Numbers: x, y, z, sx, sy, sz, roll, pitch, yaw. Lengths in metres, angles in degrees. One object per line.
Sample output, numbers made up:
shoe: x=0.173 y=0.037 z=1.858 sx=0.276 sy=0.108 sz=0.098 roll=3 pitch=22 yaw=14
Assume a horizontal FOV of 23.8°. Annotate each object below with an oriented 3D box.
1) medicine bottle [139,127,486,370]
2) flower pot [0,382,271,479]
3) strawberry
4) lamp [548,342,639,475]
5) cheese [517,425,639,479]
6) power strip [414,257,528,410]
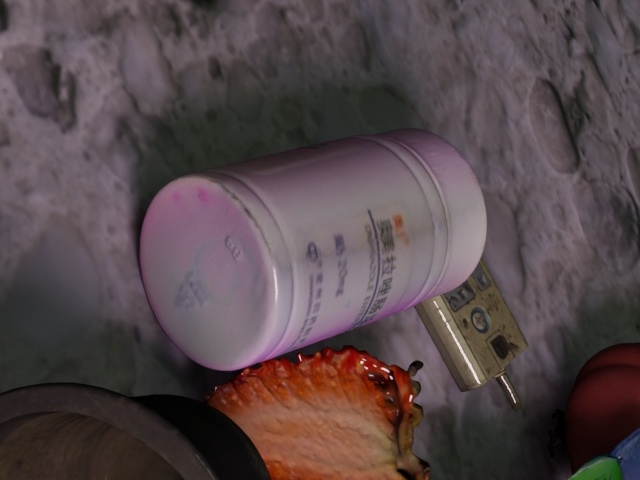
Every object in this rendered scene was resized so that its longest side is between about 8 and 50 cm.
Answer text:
medicine bottle: x=0.000 y=0.000 z=1.198 sx=0.254 sy=0.152 sz=0.152 roll=-16 pitch=83 yaw=-44
flower pot: x=-0.120 y=0.187 z=0.986 sx=0.235 sy=0.235 sz=0.148 roll=65 pitch=26 yaw=0
strawberry: x=-0.015 y=0.154 z=1.176 sx=0.208 sy=0.087 sz=0.167 roll=14 pitch=50 yaw=-23
lamp: x=0.287 y=0.184 z=1.404 sx=0.182 sy=0.140 sz=0.182 roll=22 pitch=64 yaw=-55
cheese: x=0.166 y=0.261 z=1.228 sx=0.320 sy=0.083 sz=0.204 roll=-33 pitch=129 yaw=-27
power strip: x=0.116 y=0.037 z=1.371 sx=0.092 sy=0.034 sz=0.268 roll=-32 pitch=94 yaw=-46
